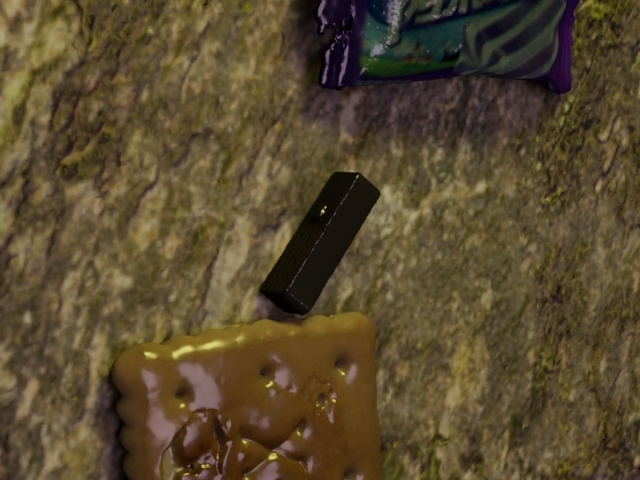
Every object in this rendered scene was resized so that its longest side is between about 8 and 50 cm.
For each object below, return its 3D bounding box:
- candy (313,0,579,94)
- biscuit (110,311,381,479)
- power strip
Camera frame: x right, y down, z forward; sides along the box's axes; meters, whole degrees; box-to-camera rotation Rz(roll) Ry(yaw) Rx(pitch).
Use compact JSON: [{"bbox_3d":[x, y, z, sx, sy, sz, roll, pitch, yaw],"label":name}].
[{"bbox_3d":[0.111,-0.182,1.096,0.275,0.070,0.145,-3,104,-36],"label":"candy"},{"bbox_3d":[-0.038,0.217,1.036,0.217,0.044,0.325,-6,97,-32],"label":"biscuit"},{"bbox_3d":[0.000,0.000,1.049,0.029,0.038,0.111,42,70,-28],"label":"power strip"}]
